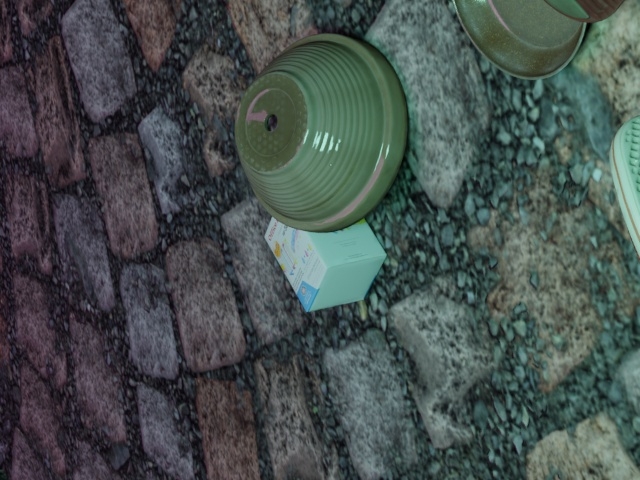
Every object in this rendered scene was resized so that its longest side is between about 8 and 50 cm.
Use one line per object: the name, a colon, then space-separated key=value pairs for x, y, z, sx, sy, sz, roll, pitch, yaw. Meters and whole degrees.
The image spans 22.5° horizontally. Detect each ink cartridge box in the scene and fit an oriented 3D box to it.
ink cartridge box: x=0.000 y=0.000 z=1.997 sx=0.143 sy=0.090 sz=0.092 roll=58 pitch=145 yaw=29

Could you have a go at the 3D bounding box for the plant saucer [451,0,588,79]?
plant saucer: x=0.202 y=-0.258 z=1.590 sx=0.198 sy=0.036 sz=0.198 roll=34 pitch=135 yaw=42

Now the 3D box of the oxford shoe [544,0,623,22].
oxford shoe: x=0.284 y=-0.301 z=1.326 sx=0.123 sy=0.130 sz=0.348 roll=42 pitch=159 yaw=-8

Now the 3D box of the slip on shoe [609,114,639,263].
slip on shoe: x=0.333 y=0.046 z=1.432 sx=0.101 sy=0.123 sz=0.331 roll=-34 pitch=76 yaw=62

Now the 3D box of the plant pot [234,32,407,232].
plant pot: x=-0.023 y=-0.132 z=1.884 sx=0.237 sy=0.110 sz=0.237 roll=-6 pitch=80 yaw=41
